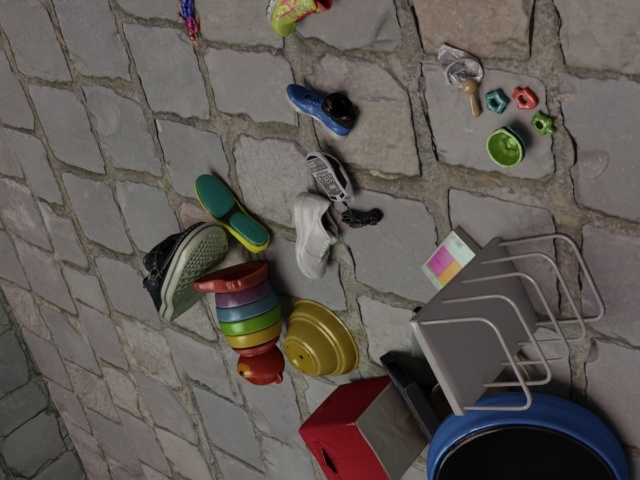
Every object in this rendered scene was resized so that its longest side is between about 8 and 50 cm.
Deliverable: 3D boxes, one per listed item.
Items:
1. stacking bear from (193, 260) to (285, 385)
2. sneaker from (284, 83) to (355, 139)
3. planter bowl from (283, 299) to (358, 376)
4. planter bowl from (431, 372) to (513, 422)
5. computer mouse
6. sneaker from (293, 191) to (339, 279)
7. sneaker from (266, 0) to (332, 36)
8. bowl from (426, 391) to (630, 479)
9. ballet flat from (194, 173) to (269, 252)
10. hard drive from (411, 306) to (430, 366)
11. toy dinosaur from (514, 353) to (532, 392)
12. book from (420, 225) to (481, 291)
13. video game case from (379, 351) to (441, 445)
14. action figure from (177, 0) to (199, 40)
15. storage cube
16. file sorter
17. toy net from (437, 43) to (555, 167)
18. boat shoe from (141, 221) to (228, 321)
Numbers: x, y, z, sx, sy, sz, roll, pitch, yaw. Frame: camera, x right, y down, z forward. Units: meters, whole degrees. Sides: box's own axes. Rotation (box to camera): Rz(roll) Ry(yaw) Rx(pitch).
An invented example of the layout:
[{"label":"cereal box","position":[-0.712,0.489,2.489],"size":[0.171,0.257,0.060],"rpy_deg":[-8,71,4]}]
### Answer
[{"label":"stacking bear","position":[-0.165,0.209,2.269],"size":[0.175,0.164,0.289],"rpy_deg":[-4,105,42]},{"label":"sneaker","position":[0.003,-0.262,1.803],"size":[0.152,0.058,0.085],"rpy_deg":[42,149,7]},{"label":"planter bowl","position":[-0.021,0.255,2.259],"size":[0.217,0.090,0.217],"rpy_deg":[29,140,29]},{"label":"planter bowl","position":[0.321,0.319,1.917],"size":[0.162,0.109,0.162],"rpy_deg":[30,140,29]},{"label":"computer mouse","position":[0.043,-0.109,1.914],"size":[0.106,0.042,0.193],"rpy_deg":[-8,120,56]},{"label":"sneaker","position":[0.000,0.000,2.032],"size":[0.094,0.080,0.212],"rpy_deg":[11,128,28]},{"label":"sneaker","position":[-0.027,-0.424,1.679],"size":[0.094,0.081,0.208],"rpy_deg":[44,144,7]},{"label":"bowl","position":[0.397,0.469,1.839],"size":[0.391,0.077,0.391],"rpy_deg":[6,121,10]},{"label":"ballet flat","position":[-0.211,-0.055,2.218],"size":[0.231,0.077,0.077],"rpy_deg":[44,158,8]},{"label":"hard drive","position":[0.235,0.211,1.993],"size":[0.094,0.022,0.135],"rpy_deg":[26,137,32]},{"label":"toy dinosaur","position":[0.362,0.205,1.838],"size":[0.183,0.053,0.093],"rpy_deg":[44,160,23]},{"label":"book","position":[0.257,0.048,1.819],"size":[0.096,0.035,0.144],"rpy_deg":[48,144,10]},{"label":"video game case","position":[0.228,0.386,2.035],"size":[0.275,0.035,0.248],"rpy_deg":[59,177,-11]},{"label":"action figure","position":[-0.273,-0.466,1.963],"size":[0.038,0.030,0.115],"rpy_deg":[18,135,32]},{"label":"storage cube","position":[0.105,0.441,2.184],"size":[0.193,0.215,0.184],"rpy_deg":[-19,105,46]},{"label":"file sorter","position":[0.324,0.137,1.611],"size":[0.173,0.277,0.193],"rpy_deg":[-11,112,50]},{"label":"toy net","position":[0.270,-0.232,1.547],"size":[0.232,0.045,0.122],"rpy_deg":[49,145,4]},{"label":"boat shoe","position":[-0.353,0.059,2.362],"size":[0.156,0.186,0.500],"rpy_deg":[52,156,6]}]
